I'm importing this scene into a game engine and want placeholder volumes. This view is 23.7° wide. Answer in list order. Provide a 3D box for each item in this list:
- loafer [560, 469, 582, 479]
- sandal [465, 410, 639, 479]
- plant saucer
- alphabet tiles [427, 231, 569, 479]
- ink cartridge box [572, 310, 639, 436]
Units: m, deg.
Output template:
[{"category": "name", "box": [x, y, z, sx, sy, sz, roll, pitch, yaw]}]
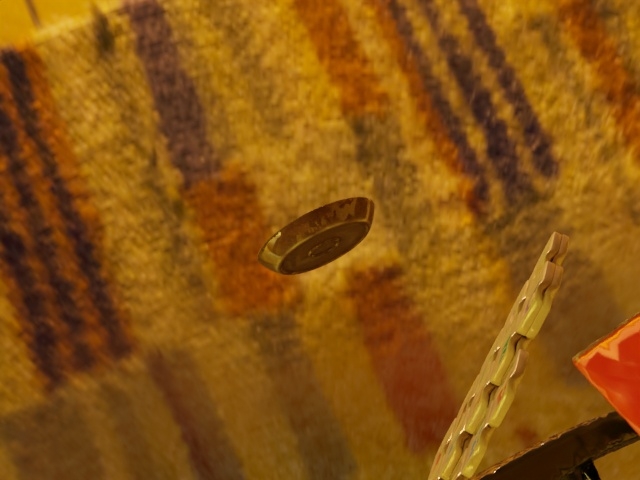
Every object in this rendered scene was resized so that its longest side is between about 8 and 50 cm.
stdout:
[{"category": "loafer", "box": [0.219, 0.308, 1.681, 0.078, 0.223, 0.076, 0, 60, -31]}, {"category": "sandal", "box": [0.085, 0.225, 0.997, 0.446, 0.167, 0.107, -23, 80, -39]}, {"category": "plant saucer", "box": [0.000, 0.000, 1.974, 0.168, 0.168, 0.029, -26, 72, -7]}, {"category": "alphabet tiles", "box": [0.158, 0.130, 1.418, 0.021, 0.278, 0.284, 25, 117, 2]}, {"category": "ink cartridge box", "box": [0.242, 0.087, 0.486, 0.275, 0.239, 0.060, 46, 37, 0]}]
